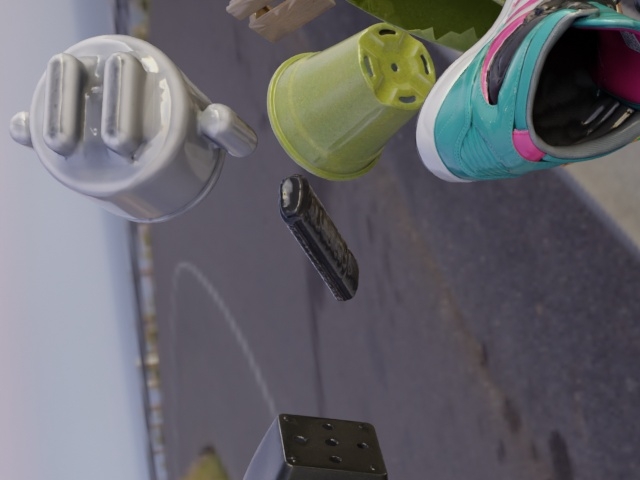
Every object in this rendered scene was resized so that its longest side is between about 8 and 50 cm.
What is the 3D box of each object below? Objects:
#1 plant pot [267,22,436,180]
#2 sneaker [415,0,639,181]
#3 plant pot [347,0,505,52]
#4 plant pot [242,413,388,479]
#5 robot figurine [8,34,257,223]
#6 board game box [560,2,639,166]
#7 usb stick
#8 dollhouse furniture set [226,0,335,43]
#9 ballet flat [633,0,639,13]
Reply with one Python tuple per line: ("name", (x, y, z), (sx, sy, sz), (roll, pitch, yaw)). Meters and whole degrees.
("plant pot", (0.079, -0.285, 2.676), (0.254, 0.276, 0.276), (-30, 67, 52))
("sneaker", (0.207, -0.168, 1.071), (0.296, 0.124, 0.178), (-58, 29, -12))
("plant pot", (0.169, -0.377, 1.468), (0.275, 0.274, 0.294), (178, 115, -80))
("plant pot", (-0.001, 0.322, 1.732), (0.188, 0.187, 0.167), (-106, 25, -68))
("robot figurine", (-0.234, -0.134, 1.747), (0.353, 0.299, 0.200), (45, -130, -76))
("board game box", (0.344, -0.226, 1.804), (0.039, 0.124, 0.259), (44, -147, -48))
("usb stick", (0.000, 0.000, 1.903), (0.278, 0.045, 0.077), (58, -148, -59))
("dollhouse furniture set", (-0.077, -0.412, 2.073), (0.144, 0.123, 0.151), (28, -134, -44))
("ballet flat", (0.413, -0.403, 1.692), (0.096, 0.095, 0.281), (168, 110, -66))
